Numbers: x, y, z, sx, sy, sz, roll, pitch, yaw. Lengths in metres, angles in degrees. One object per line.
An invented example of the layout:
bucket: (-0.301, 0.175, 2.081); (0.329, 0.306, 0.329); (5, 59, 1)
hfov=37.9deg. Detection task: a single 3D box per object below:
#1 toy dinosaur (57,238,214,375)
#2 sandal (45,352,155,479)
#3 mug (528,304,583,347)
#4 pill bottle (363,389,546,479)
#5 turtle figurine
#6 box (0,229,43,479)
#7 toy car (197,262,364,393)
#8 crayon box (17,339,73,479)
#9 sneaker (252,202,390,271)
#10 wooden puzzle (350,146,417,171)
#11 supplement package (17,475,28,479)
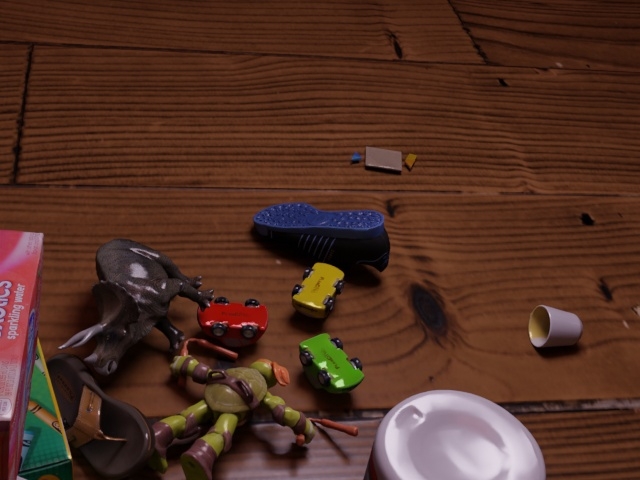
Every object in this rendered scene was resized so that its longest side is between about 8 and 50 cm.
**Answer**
toy dinosaur: (-0.245, 0.052, 1.259); (0.160, 0.121, 0.313); (32, 24, -29)
sandal: (-0.280, 0.205, 1.107); (0.219, 0.090, 0.060); (40, 7, 34)
mug: (0.350, 0.124, 1.383); (0.064, 0.062, 0.078); (7, 45, -17)
pill bottle: (0.109, 0.300, 0.930); (0.161, 0.283, 0.161); (6, 38, -5)
turtle figurine: (-0.104, 0.211, 1.150); (0.270, 0.087, 0.217); (27, 41, 20)
box: (-0.348, 0.117, 0.861); (0.154, 0.142, 0.300); (5, 29, -13)
toy car: (-0.025, 0.139, 1.285); (0.239, 0.053, 0.225); (-19, 47, -30)
crayon box: (-0.345, 0.201, 1.046); (0.081, 0.165, 0.278); (-10, 42, -23)
sneaker: (0.000, 0.000, 1.450); (0.232, 0.090, 0.081); (7, 34, 32)
wooden puzzle: (0.116, -0.147, 1.702); (0.116, 0.014, 0.078); (13, 34, 3)
supplement package: (-0.379, 0.348, 0.829); (0.199, 0.198, 0.262); (19, 39, 10)
